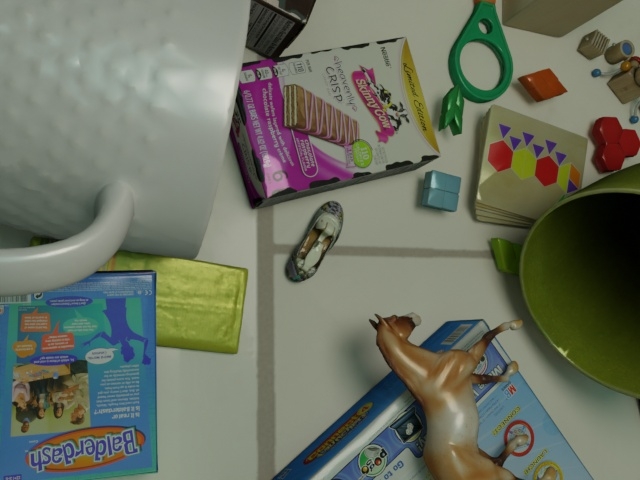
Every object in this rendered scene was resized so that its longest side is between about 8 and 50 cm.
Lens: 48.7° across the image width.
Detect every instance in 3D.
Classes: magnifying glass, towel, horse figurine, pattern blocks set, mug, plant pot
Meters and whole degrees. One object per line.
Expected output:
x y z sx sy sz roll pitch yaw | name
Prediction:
0.225 -0.302 0.974 0.092 0.026 0.231 8 82 -19 | magnifying glass
-0.200 0.063 0.774 0.237 0.021 0.102 9 85 -20 | towel
0.162 0.197 0.770 0.174 0.066 0.263 -6 83 -26 | horse figurine
0.287 -0.092 0.959 0.325 0.026 0.285 22 79 -21 | pattern blocks set
-0.252 -0.108 0.612 0.328 0.276 0.374 11 47 -13 | mug
0.444 0.006 0.887 0.293 0.275 0.274 -34 95 -39 | plant pot

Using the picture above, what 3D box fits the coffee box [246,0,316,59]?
-0.136 -0.356 0.796 0.297 0.119 0.168 23 75 -16 | coffee box

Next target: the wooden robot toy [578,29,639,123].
0.461 -0.246 1.022 0.173 0.079 0.076 47 71 -9 | wooden robot toy

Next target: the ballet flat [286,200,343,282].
0.000 0.000 0.843 0.041 0.041 0.114 35 73 -13 | ballet flat

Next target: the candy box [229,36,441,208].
0.012 -0.143 0.849 0.233 0.071 0.159 -16 88 -22 | candy box

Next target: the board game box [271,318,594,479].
0.152 0.304 0.834 0.308 0.086 0.302 -37 97 -20 | board game box

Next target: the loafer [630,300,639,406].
0.475 0.178 0.971 0.080 0.078 0.220 -21 91 -21 | loafer

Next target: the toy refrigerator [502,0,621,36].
0.349 -0.360 0.894 0.102 0.269 0.094 5 81 -19 | toy refrigerator

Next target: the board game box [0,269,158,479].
-0.248 0.136 0.718 0.160 0.047 0.210 0 90 -20 | board game box
